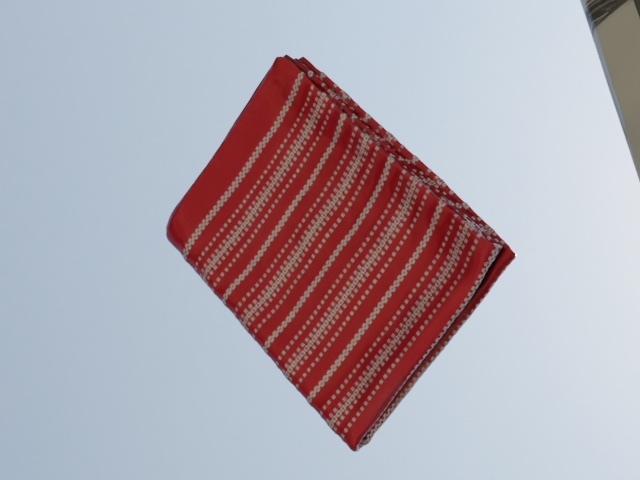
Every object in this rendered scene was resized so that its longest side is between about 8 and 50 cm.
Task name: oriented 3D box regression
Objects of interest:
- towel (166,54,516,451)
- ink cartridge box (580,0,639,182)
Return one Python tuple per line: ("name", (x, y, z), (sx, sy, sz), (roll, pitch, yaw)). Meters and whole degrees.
("towel", (0.000, 0.000, 0.954), (0.275, 0.031, 0.199), (46, -73, 33))
("ink cartridge box", (0.227, -0.101, 0.601), (0.121, 0.211, 0.289), (-32, -134, 30))
